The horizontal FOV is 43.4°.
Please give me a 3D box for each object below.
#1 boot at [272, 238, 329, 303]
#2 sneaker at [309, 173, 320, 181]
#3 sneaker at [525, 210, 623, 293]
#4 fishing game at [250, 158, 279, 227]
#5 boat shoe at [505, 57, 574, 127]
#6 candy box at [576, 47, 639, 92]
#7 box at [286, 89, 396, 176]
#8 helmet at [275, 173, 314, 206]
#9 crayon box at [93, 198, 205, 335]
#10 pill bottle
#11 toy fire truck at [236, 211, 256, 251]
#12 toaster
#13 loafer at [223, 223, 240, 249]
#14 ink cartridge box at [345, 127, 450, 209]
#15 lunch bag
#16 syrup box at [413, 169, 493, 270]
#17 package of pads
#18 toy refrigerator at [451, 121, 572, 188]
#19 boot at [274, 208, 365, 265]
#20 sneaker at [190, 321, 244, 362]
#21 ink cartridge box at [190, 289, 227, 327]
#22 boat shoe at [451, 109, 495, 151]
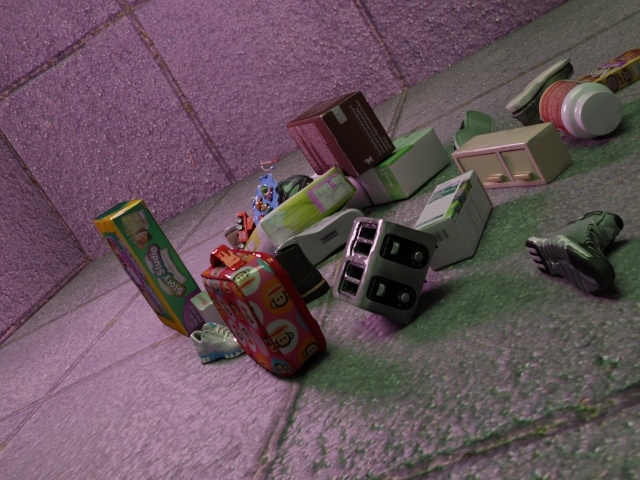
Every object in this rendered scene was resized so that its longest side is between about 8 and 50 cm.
[{"bbox_3d":[-0.099,0.096,1.811,0.198,0.137,0.077,-31,14,2],"label":"boot"},{"bbox_3d":[-0.064,-0.157,2.701,0.262,0.099,0.121,-19,23,44],"label":"sneaker"},{"bbox_3d":[0.404,0.002,1.196,0.132,0.086,0.229,-30,13,-3],"label":"sneaker"},{"bbox_3d":[-0.173,-0.111,2.396,0.041,0.264,0.189,6,-1,-26],"label":"fishing game"},{"bbox_3d":[0.594,-0.387,2.120,0.305,0.091,0.109,-42,5,-38],"label":"boat shoe"},{"bbox_3d":[0.723,-0.406,1.991,0.186,0.053,0.109,-30,15,9],"label":"candy box"},{"bbox_3d":[0.047,-0.293,2.257,0.143,0.191,0.381,-36,14,-9],"label":"box"},{"bbox_3d":[-0.076,-0.113,2.427,0.169,0.161,0.169,-29,14,8],"label":"helmet"},{"bbox_3d":[-0.453,0.068,2.181,0.106,0.363,0.313,-36,15,-20],"label":"crayon box"},{"bbox_3d":[0.569,-0.286,1.757,0.121,0.121,0.216,-30,14,4],"label":"pill bottle"},{"bbox_3d":[-0.189,-0.049,2.492,0.135,0.192,0.047,-11,-23,7],"label":"toy fire truck"},{"bbox_3d":[0.113,0.048,1.462,0.168,0.110,0.185,-71,19,-1],"label":"toaster"},{"bbox_3d":[-0.180,-0.032,2.567,0.251,0.087,0.094,-19,-11,4],"label":"loafer"},{"bbox_3d":[0.192,-0.195,2.243,0.198,0.115,0.273,-40,16,-30],"label":"ink cartridge box"},{"bbox_3d":[-0.128,0.118,1.547,0.120,0.258,0.293,-36,15,-18],"label":"lunch bag"},{"bbox_3d":[0.268,-0.045,1.615,0.093,0.096,0.237,-23,17,31],"label":"syrup box"},{"bbox_3d":[-0.054,-0.059,2.200,0.296,0.101,0.229,-38,-5,-23],"label":"package of pads"},{"bbox_3d":[0.409,-0.178,1.762,0.094,0.102,0.269,-37,15,-20],"label":"toy refrigerator"},{"bbox_3d":[0.000,0.000,2.074,0.258,0.095,0.123,-27,4,1],"label":"boot"},{"bbox_3d":[-0.218,0.214,1.773,0.190,0.083,0.071,-20,17,35],"label":"sneaker"},{"bbox_3d":[-0.201,0.134,1.988,0.212,0.093,0.154,-36,15,-11],"label":"ink cartridge box"},{"bbox_3d":[0.392,-0.242,2.054,0.114,0.091,0.302,19,30,11],"label":"boat shoe"}]
